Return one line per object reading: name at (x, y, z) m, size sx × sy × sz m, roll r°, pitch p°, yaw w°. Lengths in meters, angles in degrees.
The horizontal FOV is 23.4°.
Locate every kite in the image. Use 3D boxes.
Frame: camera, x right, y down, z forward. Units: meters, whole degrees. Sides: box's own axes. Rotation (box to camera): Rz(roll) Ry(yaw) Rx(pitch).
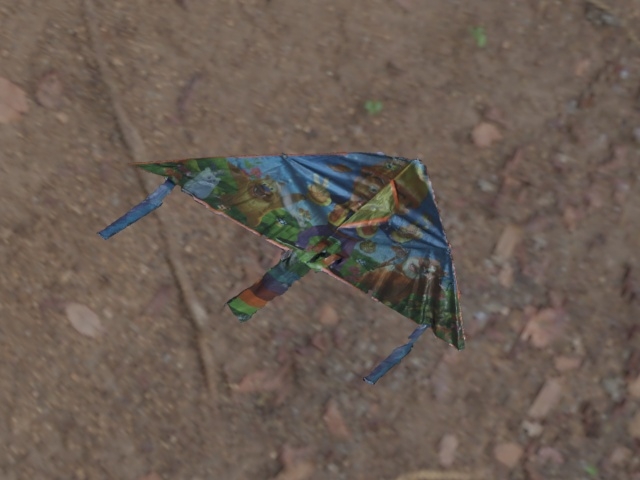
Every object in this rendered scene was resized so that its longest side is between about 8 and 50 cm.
kite at (0.000, 0.000, 0.696) m, size 0.183 × 0.160 × 0.010 m, roll 30°, pitch 49°, yaw -18°
